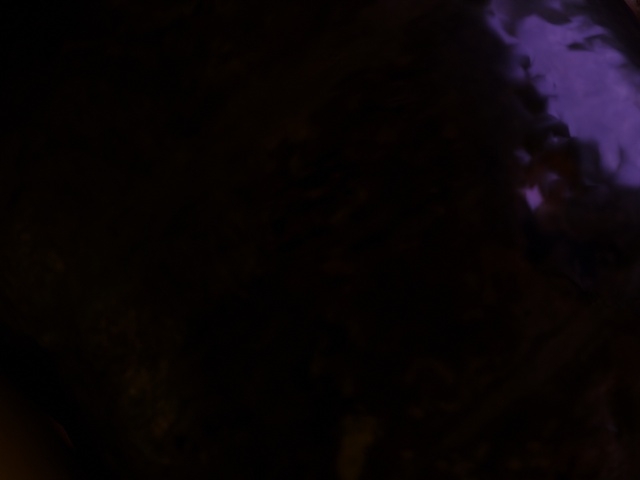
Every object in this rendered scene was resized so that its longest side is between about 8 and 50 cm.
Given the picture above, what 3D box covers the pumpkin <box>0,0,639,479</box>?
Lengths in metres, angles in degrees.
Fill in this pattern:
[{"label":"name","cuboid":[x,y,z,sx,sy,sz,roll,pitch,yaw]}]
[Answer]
[{"label":"pumpkin","cuboid":[0.000,0.000,0.479,0.232,0.242,0.325,2,47,-44]}]
